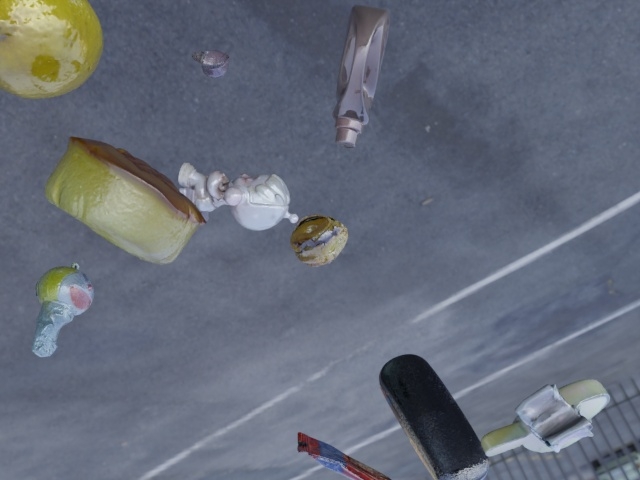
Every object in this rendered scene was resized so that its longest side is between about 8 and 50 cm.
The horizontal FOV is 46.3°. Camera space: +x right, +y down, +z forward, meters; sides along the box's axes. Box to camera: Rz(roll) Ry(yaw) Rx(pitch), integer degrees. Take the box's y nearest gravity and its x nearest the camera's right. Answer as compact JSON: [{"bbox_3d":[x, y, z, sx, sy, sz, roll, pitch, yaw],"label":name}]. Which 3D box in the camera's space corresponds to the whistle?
[{"bbox_3d":[-0.552,0.144,1.600,0.123,0.223,0.123,7,147,4],"label":"whistle"}]

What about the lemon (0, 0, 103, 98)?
[{"bbox_3d":[-0.505,-0.363,1.309,0.236,0.236,0.263,-19,160,-8],"label":"lemon"}]

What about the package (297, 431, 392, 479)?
[{"bbox_3d":[0.053,0.359,1.175,0.022,0.200,0.083,-62,-176,1],"label":"package"}]

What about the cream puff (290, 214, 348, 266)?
[{"bbox_3d":[0.000,0.000,1.695,0.133,0.119,0.104,-20,119,5],"label":"cream puff"}]

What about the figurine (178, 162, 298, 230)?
[{"bbox_3d":[-0.175,-0.083,1.570,0.257,0.144,0.182,3,160,10],"label":"figurine"}]

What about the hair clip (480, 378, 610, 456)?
[{"bbox_3d":[0.269,0.220,0.883,0.159,0.071,0.218,-32,152,10],"label":"hair clip"}]

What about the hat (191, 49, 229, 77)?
[{"bbox_3d":[-0.182,-0.289,1.245,0.058,0.087,0.042,11,115,3],"label":"hat"}]

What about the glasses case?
[{"bbox_3d":[0.239,0.384,1.608,0.122,0.321,0.082,-21,146,-16],"label":"glasses case"}]

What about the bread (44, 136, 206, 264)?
[{"bbox_3d":[-0.330,-0.068,1.282,0.148,0.270,0.270,-59,152,-4],"label":"bread"}]

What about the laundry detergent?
[{"bbox_3d":[0.066,-0.293,1.327,0.076,0.237,0.171,12,174,3],"label":"laundry detergent"}]
